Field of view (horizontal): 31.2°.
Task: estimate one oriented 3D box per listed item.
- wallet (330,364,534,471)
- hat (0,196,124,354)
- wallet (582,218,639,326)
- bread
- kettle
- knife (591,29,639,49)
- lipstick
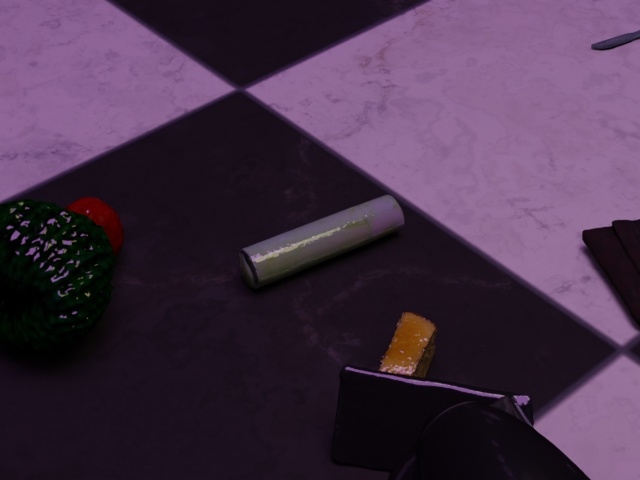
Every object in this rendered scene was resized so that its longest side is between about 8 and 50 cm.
[{"bbox_3d":[0.160,0.272,1.652,0.285,0.146,0.030,8,1,9],"label":"wallet"},{"bbox_3d":[-0.428,0.016,1.881,0.274,0.242,0.332,28,35,12],"label":"hat"},{"bbox_3d":[0.570,0.050,1.946,0.181,0.049,0.229,-8,43,-12],"label":"wallet"},{"bbox_3d":[0.128,0.196,1.748,0.065,0.103,0.187,17,40,16],"label":"bread"},{"bbox_3d":[0.211,0.353,1.509,0.268,0.207,0.290,-44,49,4],"label":"kettle"},{"bbox_3d":[0.689,-0.453,2.536,0.210,0.015,0.028,-21,52,-20],"label":"knife"},{"bbox_3d":[0.000,0.000,1.993,0.304,0.076,0.076,-22,46,-22],"label":"lipstick"}]
